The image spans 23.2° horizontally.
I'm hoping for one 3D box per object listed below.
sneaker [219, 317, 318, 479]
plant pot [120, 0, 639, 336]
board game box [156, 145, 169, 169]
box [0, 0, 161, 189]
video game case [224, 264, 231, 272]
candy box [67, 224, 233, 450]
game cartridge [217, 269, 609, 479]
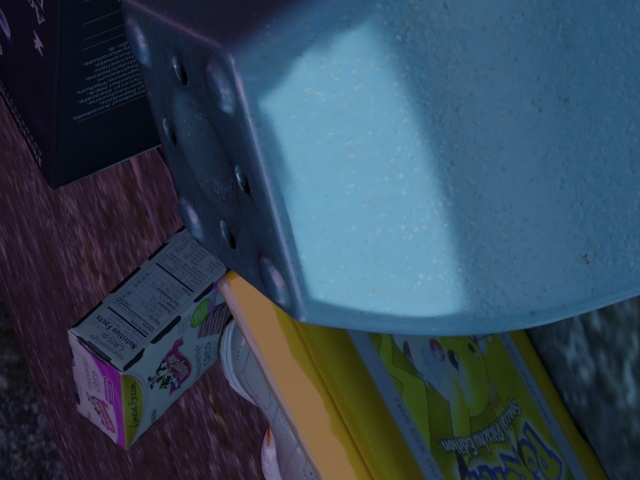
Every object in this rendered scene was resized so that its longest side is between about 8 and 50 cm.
[{"bbox_3d":[-0.012,0.168,1.533,0.121,0.099,0.262,29,146,46],"label":"sneaker"},{"bbox_3d":[0.048,-0.089,0.802,0.248,0.252,0.247,34,143,56],"label":"plant pot"},{"bbox_3d":[-0.145,-0.141,1.566,0.243,0.042,0.165,56,158,26],"label":"board game box"},{"bbox_3d":[-0.184,-0.275,1.255,0.293,0.212,0.395,60,161,15],"label":"box"},{"bbox_3d":[0.000,0.072,1.223,0.248,0.035,0.275,49,-172,-41],"label":"video game case"},{"bbox_3d":[-0.132,0.069,1.483,0.071,0.233,0.159,37,152,18],"label":"candy box"},{"bbox_3d":[0.095,0.136,0.979,0.053,0.285,0.323,-34,80,27],"label":"game cartridge"}]
